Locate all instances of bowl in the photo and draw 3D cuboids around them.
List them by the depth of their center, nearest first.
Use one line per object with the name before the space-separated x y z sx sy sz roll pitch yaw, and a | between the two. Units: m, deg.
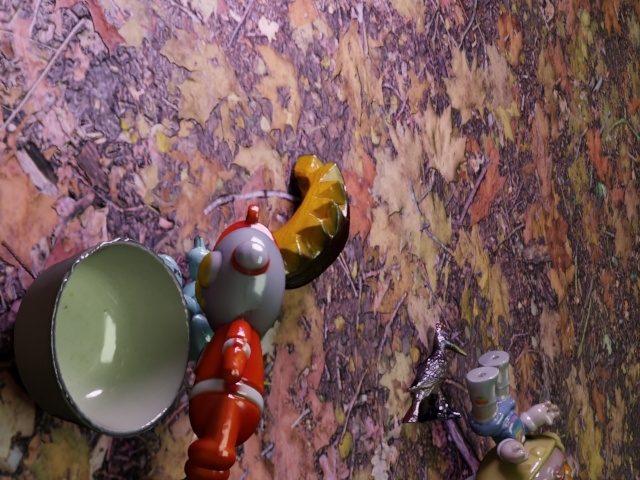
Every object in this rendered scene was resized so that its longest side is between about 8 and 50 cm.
bowl | -0.246 0.106 1.173 0.211 0.112 0.211 16 71 -55

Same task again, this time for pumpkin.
pumpkin | 0.000 0.000 1.557 0.149 0.131 0.254 59 39 -33

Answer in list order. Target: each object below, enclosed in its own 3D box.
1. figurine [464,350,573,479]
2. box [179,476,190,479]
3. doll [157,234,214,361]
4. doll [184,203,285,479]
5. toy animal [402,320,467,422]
figurine | 0.337 0.373 1.950 0.225 0.205 0.381 -22 105 -53
box | -0.211 0.415 1.170 0.337 0.106 0.264 -11 85 -58
doll | -0.168 0.072 1.349 0.158 0.059 0.159 62 40 -33
doll | -0.103 0.105 1.264 0.199 0.106 0.336 109 -9 -64
toy animal | 0.196 0.233 1.886 0.105 0.070 0.202 30 63 -30
